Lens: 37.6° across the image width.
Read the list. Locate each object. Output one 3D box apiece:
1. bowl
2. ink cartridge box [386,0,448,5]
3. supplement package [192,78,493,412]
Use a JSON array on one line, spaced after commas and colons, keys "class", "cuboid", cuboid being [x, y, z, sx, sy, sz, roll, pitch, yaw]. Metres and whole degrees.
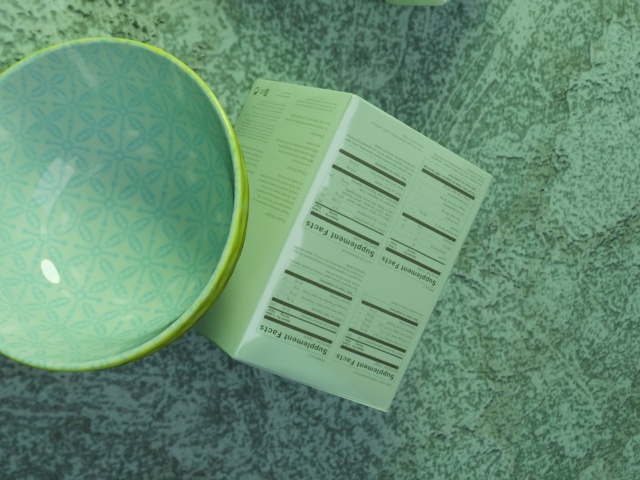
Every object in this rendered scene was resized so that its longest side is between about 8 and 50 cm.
[{"class": "bowl", "cuboid": [-0.186, -0.021, 0.862, 0.289, 0.289, 0.156, -61, 164, -3]}, {"class": "ink cartridge box", "cuboid": [0.059, -0.400, 0.950, 0.278, 0.117, 0.201, 35, 84, -31]}, {"class": "supplement package", "cuboid": [0.000, 0.000, 0.967, 0.198, 0.199, 0.262, 25, 89, -33]}]
